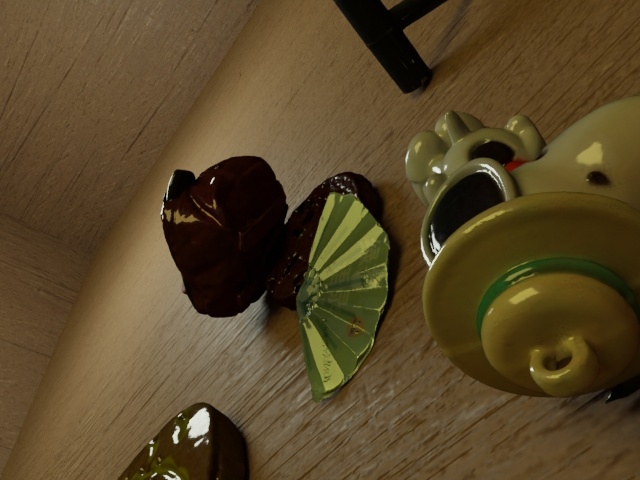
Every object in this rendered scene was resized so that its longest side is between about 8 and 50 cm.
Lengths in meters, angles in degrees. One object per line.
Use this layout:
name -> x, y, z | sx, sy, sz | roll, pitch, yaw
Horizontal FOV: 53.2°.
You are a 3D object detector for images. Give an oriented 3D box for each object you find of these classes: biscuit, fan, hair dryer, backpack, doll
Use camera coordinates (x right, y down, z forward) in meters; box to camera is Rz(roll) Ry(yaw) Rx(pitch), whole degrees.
biscuit -> -0.219, 0.380, 0.753 | 0.394, 0.070, 0.350 | -51, 24, 22
biscuit -> 0.000, 0.000, 0.782 | 0.192, 0.049, 0.192 | -38, 33, 31
fan -> 0.019, 0.046, 0.667 | 0.131, 0.009, 0.240 | -18, 56, 38
hair dryer -> 0.118, -0.311, 0.787 | 0.195, 0.173, 0.050 | -48, 25, -9
backpack -> -0.115, -0.016, 0.882 | 0.138, 0.229, 0.229 | 3, 57, 20
doll -> 0.125, -0.007, 0.429 | 0.208, 0.144, 0.271 | -44, 21, -15

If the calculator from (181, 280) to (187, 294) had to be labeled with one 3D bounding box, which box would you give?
calculator -> -0.231, 0.037, 1.268 | 0.166, 0.024, 0.103 | -54, 22, 18
